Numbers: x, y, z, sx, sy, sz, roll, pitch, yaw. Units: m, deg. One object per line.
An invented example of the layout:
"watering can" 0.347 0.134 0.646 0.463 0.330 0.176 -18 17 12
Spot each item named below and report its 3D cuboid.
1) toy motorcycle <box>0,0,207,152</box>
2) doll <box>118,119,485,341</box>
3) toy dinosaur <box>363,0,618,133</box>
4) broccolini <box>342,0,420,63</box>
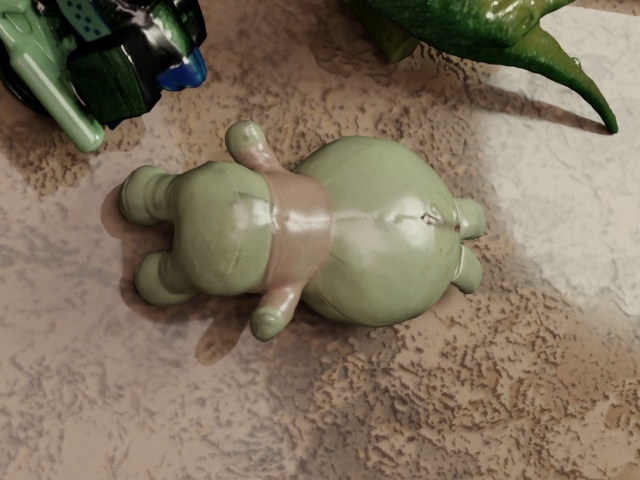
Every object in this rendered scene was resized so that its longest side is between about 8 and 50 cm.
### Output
"toy motorcycle" -0.189 -0.223 1.293 0.331 0.196 0.125 61 32 -22
"doll" 0.001 -0.003 1.376 0.275 0.113 0.154 2 76 -18
"toy dinosaur" 0.054 -0.142 1.362 0.301 0.087 0.447 -53 124 -19
"broccolini" -0.026 -0.311 1.445 0.079 0.074 0.392 -34 90 -14
